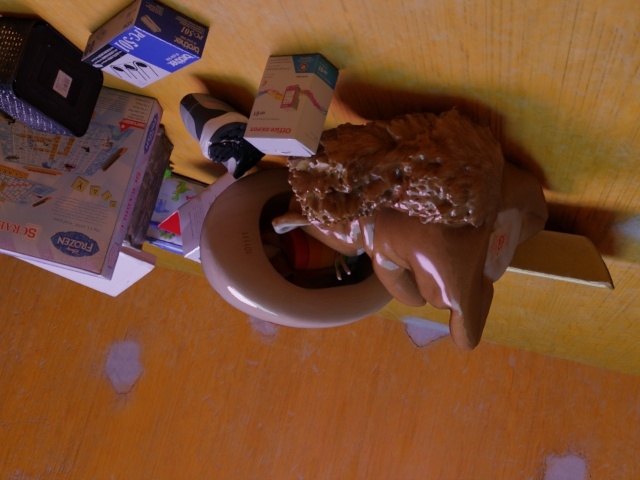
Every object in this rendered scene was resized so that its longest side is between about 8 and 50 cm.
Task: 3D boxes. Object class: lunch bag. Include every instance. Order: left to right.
[{"bbox_3d":[-0.462,-0.127,1.513,0.286,0.235,0.169,15,171,0],"label":"lunch bag"},{"bbox_3d":[-0.318,-0.053,1.838,0.218,0.176,0.090,20,168,-18],"label":"lunch bag"}]

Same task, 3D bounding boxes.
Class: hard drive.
[{"bbox_3d":[-0.549,0.023,1.736,0.307,0.040,0.203,27,141,-30],"label":"hard drive"}]

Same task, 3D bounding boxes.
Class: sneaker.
[{"bbox_3d":[-0.150,-0.178,1.285,0.108,0.100,0.271,47,-178,12],"label":"sneaker"}]

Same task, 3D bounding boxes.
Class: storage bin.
[{"bbox_3d":[-0.425,-0.245,1.185,0.084,0.122,0.180,10,168,22],"label":"storage bin"}]

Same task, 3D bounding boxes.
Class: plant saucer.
[{"bbox_3d":[0.375,0.021,1.447,0.332,0.081,0.333,9,179,22],"label":"plant saucer"}]

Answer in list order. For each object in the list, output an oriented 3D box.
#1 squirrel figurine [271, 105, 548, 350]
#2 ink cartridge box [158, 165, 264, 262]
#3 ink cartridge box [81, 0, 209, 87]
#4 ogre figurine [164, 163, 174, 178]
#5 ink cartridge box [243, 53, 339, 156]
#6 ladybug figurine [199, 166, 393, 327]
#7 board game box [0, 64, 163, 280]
[{"bbox_3d":[0.100,-0.068,1.184,0.370,0.281,0.397,20,159,33],"label":"squirrel figurine"},{"bbox_3d":[-0.145,-0.001,1.679,0.271,0.130,0.309,-32,144,26],"label":"ink cartridge box"},{"bbox_3d":[-0.242,-0.263,1.058,0.097,0.046,0.207,21,167,-31],"label":"ink cartridge box"},{"bbox_3d":[-0.405,-0.147,1.707,0.097,0.197,0.118,58,-162,21],"label":"ogre figurine"},{"bbox_3d":[-0.038,-0.176,1.021,0.088,0.123,0.052,6,166,36],"label":"ink cartridge box"},{"bbox_3d":[-0.029,0.023,1.425,0.449,0.305,0.162,0,157,-36],"label":"ladybug figurine"},{"bbox_3d":[-0.468,-0.122,1.339,0.318,0.318,0.066,14,169,5],"label":"board game box"}]
